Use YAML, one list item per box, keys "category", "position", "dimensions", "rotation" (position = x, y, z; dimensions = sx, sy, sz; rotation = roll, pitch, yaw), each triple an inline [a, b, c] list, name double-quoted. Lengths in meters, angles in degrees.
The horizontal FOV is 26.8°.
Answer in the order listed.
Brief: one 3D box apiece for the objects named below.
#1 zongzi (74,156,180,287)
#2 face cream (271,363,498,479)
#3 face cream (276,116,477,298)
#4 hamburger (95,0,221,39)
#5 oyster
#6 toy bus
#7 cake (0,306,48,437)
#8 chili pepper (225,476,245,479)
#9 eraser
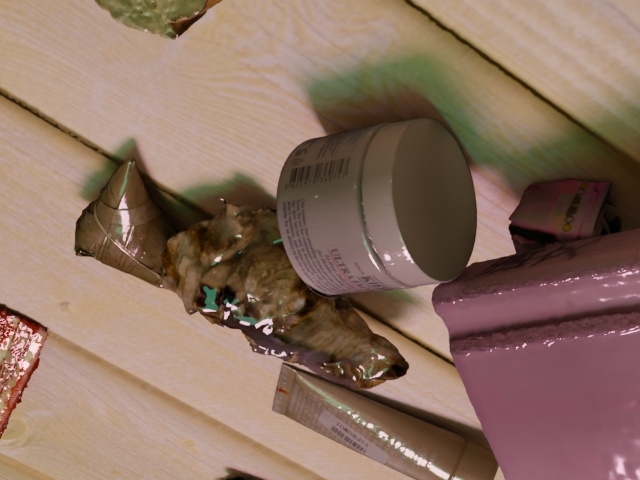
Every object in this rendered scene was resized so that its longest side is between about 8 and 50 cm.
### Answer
- category: "zongzi"
  position: [-0.192, -0.017, 1.661]
  dimensions: [0.189, 0.081, 0.178]
  rotation: [24, 136, -20]
- category: "face cream"
  position: [0.091, 0.282, 1.960]
  dimensions: [0.341, 0.084, 0.137]
  rotation: [22, 144, 7]
- category: "face cream"
  position: [0.060, -0.033, 1.426]
  dimensions: [0.153, 0.177, 0.177]
  rotation: [-9, 138, 35]
- category: "hamburger"
  position: [-0.078, -0.334, 1.053]
  dimensions: [0.162, 0.209, 0.329]
  rotation: [19, 111, 13]
- category: "oyster"
  position: [-0.044, 0.087, 1.670]
  dimensions: [0.337, 0.133, 0.198]
  rotation: [33, 144, -27]
- category: "toy bus"
  position: [0.291, 0.044, 1.515]
  dimensions: [0.112, 0.090, 0.274]
  rotation: [9, 145, 27]
- category: "cake"
  position: [-0.521, 0.183, 2.102]
  dimensions: [0.158, 0.159, 0.262]
  rotation: [27, 110, -13]
- category: "chili pepper"
  position: [-0.079, 0.449, 2.274]
  dimensions: [0.224, 0.061, 0.098]
  rotation: [11, 152, 5]
- category: "eraser"
  position: [0.312, 0.129, 1.342]
  dimensions: [0.359, 0.122, 0.272]
  rotation: [-12, 103, 48]
